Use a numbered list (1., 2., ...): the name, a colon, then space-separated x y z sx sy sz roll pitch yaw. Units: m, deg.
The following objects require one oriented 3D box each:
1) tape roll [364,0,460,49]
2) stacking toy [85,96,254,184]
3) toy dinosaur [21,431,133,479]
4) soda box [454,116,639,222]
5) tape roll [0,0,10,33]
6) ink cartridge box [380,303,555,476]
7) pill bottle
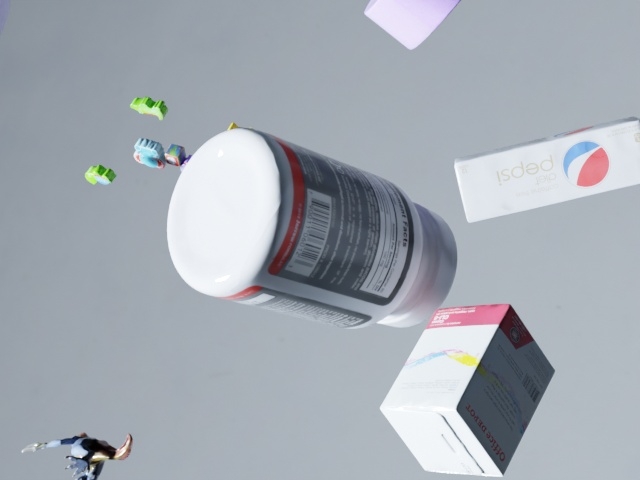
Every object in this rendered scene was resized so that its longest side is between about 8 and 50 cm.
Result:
1. tape roll: 0.180 -0.409 1.843 0.090 0.275 0.275 37 101 -9
2. stacking toy: -0.218 -0.120 1.913 0.221 0.052 0.167 18 56 17
3. toy dinosaur: -0.157 0.150 0.887 0.090 0.082 0.047 -20 105 7
4. soda box: 0.266 -0.082 1.474 0.216 0.069 0.074 -13 97 8
5. tape roll: -0.453 -0.234 1.527 0.080 0.189 0.189 31 97 -3
6. ink cartridge box: 0.185 0.188 1.612 0.127 0.128 0.176 -7 38 44
7. pill bottle: 0.000 0.000 1.658 0.210 0.363 0.210 -15 67 40
